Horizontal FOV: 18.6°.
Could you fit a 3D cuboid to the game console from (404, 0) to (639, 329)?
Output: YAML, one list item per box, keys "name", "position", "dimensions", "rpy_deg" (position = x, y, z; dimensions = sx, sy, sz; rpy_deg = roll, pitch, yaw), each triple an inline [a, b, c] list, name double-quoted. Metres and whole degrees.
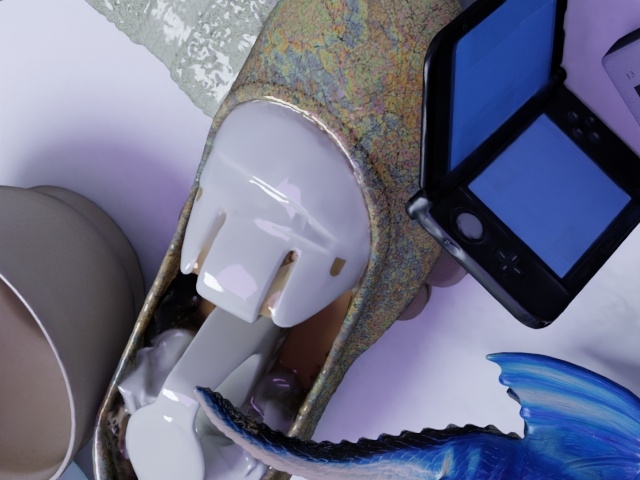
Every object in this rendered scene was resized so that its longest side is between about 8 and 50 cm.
- name: "game console"
  position: [0.091, -0.044, 0.771]
  dimensions: [0.107, 0.122, 0.071]
  rpy_deg: [45, 135, 4]

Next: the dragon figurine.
- name: "dragon figurine"
  position: [0.099, 0.097, 0.846]
  dimensions: [0.289, 0.085, 0.144]
  rpy_deg: [30, 88, 14]

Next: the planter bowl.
- name: "planter bowl"
  position: [-0.160, 0.036, 1.015]
  dimensions: [0.162, 0.109, 0.162]
  rpy_deg: [18, 128, 25]

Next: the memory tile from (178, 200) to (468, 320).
- name: "memory tile"
  position: [0.000, 0.000, 0.943]
  dimensions: [0.113, 0.012, 0.148]
  rpy_deg: [51, 134, -2]

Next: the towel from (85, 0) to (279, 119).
- name: "towel"
  position: [-0.050, -0.131, 0.884]
  dimensions: [0.110, 0.027, 0.148]
  rpy_deg: [43, 134, 7]

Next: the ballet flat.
- name: "ballet flat"
  position: [-0.028, 0.024, 0.890]
  dimensions: [0.123, 0.123, 0.349]
  rpy_deg: [35, 133, 12]

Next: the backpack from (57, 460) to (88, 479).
- name: "backpack"
  position: [-0.223, 0.153, 1.112]
  dimensions: [0.188, 0.144, 0.166]
  rpy_deg: [33, 137, 7]

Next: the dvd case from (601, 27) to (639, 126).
- name: "dvd case"
  position: [0.240, -0.009, 0.752]
  dimensions: [0.179, 0.029, 0.239]
  rpy_deg: [-27, 101, 43]
